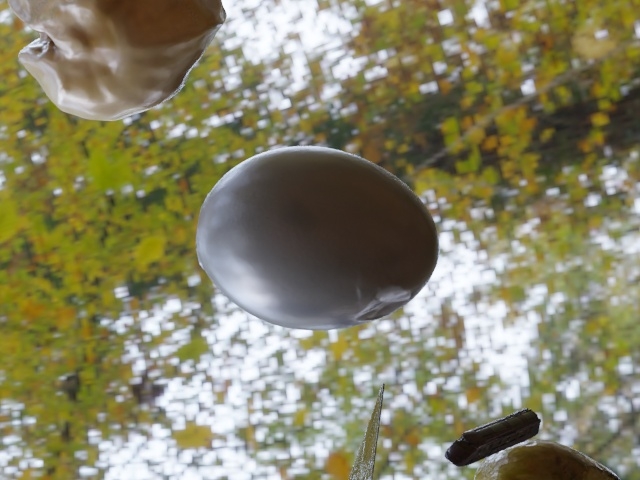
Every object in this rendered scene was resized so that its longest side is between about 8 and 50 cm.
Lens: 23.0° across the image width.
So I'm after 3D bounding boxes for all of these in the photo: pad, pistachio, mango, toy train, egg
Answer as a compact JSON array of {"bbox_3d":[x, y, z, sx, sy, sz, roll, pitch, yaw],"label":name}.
[{"bbox_3d":[0.037,0.276,1.652,0.003,0.158,0.235,15,-147,-2],"label":"pad"},{"bbox_3d":[-0.147,-0.174,1.153,0.157,0.157,0.229,56,-171,-18],"label":"pistachio"},{"bbox_3d":[0.282,0.313,1.887,0.262,0.167,0.130,26,-105,-51],"label":"mango"},{"bbox_3d":[0.111,0.126,1.008,0.083,0.017,0.017,-14,-49,-45],"label":"toy train"},{"bbox_3d":[0.000,0.000,1.499,0.176,0.232,0.176,11,-90,-72],"label":"egg"}]
